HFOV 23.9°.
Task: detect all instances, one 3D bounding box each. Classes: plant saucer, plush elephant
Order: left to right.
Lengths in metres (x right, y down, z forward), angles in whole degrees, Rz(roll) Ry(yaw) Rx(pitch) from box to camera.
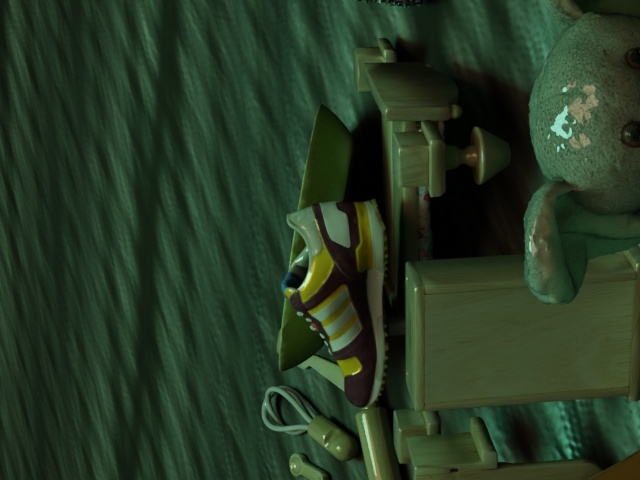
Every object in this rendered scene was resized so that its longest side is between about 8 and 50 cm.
[{"bbox_3d":[0.000,0.000,1.346,0.241,0.037,0.241,8,-90,-87],"label":"plant saucer"},{"bbox_3d":[0.245,-0.082,0.916,0.330,0.255,0.271,-6,87,54],"label":"plush elephant"}]

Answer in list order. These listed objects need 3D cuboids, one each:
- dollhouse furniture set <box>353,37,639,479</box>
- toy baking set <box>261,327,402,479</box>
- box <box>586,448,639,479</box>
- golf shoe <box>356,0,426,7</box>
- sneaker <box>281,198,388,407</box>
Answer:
[{"bbox_3d":[0.135,0.020,1.259,0.355,0.174,0.303,-104,12,-66],"label":"dollhouse furniture set"},{"bbox_3d":[0.006,0.200,1.449,0.197,0.030,0.256,-21,75,52],"label":"toy baking set"},{"bbox_3d":[0.221,0.227,0.769,0.215,0.345,0.168,26,125,41],"label":"box"},{"bbox_3d":[0.033,-0.259,1.351,0.186,0.067,0.086,32,116,48],"label":"golf shoe"},{"bbox_3d":[0.010,0.052,1.226,0.069,0.084,0.185,-104,12,-66],"label":"sneaker"}]
